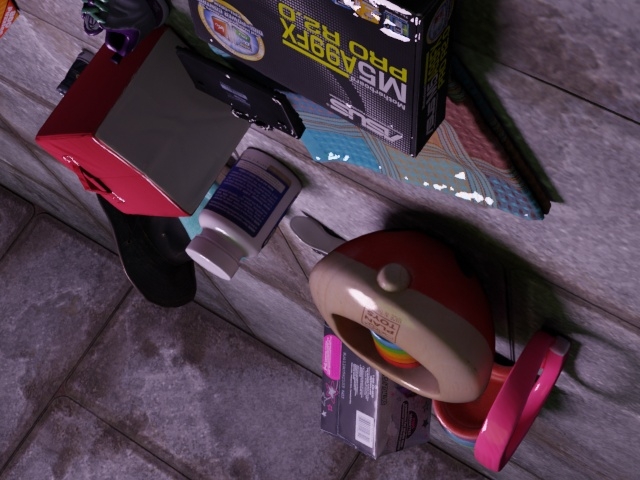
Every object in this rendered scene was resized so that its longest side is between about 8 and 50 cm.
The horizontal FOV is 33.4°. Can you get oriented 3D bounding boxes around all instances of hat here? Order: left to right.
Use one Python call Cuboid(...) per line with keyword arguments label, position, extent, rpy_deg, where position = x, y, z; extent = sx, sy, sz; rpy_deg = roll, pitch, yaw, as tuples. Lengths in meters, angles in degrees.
Cuboid(label="hat", position=(-0.272, -0.048, 1.989), extent=(0.134, 0.331, 0.331), rpy_deg=(-20, 141, 20))

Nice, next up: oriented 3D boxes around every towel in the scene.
Cuboid(label="towel", position=(0.057, -0.139, 1.191), extent=(0.370, 0.040, 0.271), rpy_deg=(20, 162, 44))

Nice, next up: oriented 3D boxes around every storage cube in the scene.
Cuboid(label="storage cube", position=(-0.238, -0.156, 1.464), extent=(0.183, 0.215, 0.193), rpy_deg=(42, 158, -30))

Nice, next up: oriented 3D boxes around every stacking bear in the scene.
Cuboid(label="stacking bear", position=(0.298, 0.309, 1.980), extent=(0.175, 0.164, 0.289), rpy_deg=(29, 171, 19))

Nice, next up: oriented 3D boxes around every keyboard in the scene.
Cuboid(label="keyboard", position=(-0.092, -0.174, 1.278), extent=(0.180, 0.023, 0.108), rpy_deg=(30, 162, 32))

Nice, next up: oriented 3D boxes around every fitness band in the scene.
Cuboid(label="fitness band", position=(0.301, 0.245, 1.598), extent=(0.054, 0.209, 0.291), rpy_deg=(28, 166, 18))

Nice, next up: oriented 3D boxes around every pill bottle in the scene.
Cuboid(label="pill bottle", position=(-0.122, -0.038, 1.648), extent=(0.112, 0.187, 0.112), rpy_deg=(32, 166, 9))

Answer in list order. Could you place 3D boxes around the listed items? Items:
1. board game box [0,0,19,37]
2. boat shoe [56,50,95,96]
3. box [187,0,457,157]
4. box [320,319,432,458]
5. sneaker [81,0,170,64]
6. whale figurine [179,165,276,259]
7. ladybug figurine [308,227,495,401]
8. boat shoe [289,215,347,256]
Cuboid(label="board game box", position=(-0.730, -0.365, 1.554), extent=(0.356, 0.357, 0.356), rpy_deg=(32, 167, 8))
Cuboid(label="boat shoe", position=(-0.339, -0.220, 1.739), extent=(0.183, 0.083, 0.065), rpy_deg=(38, 166, -17))
Cuboid(label="box", position=(-0.008, -0.211, 0.964), extent=(0.270, 0.060, 0.216), rpy_deg=(32, 159, 16))
Cuboid(label="box", position=(0.107, 0.240, 1.921), extent=(0.142, 0.247, 0.163), rpy_deg=(-10, -162, -38))
Cuboid(label="sneaker", position=(-0.248, -0.293, 1.233), extent=(0.083, 0.098, 0.224), rpy_deg=(27, 166, 26))
Cuboid(label="whale figurine", position=(-0.207, -0.068, 1.843), extent=(0.272, 0.141, 0.216), rpy_deg=(36, 167, -3))
Cuboid(label="ladybug figurine", position=(0.137, 0.104, 1.591), extent=(0.305, 0.162, 0.449), rpy_deg=(31, 167, 14))
Cuboid(label="boat shoe", position=(0.000, 0.000, 1.810), extent=(0.125, 0.046, 0.038), rpy_deg=(27, 163, -7))
